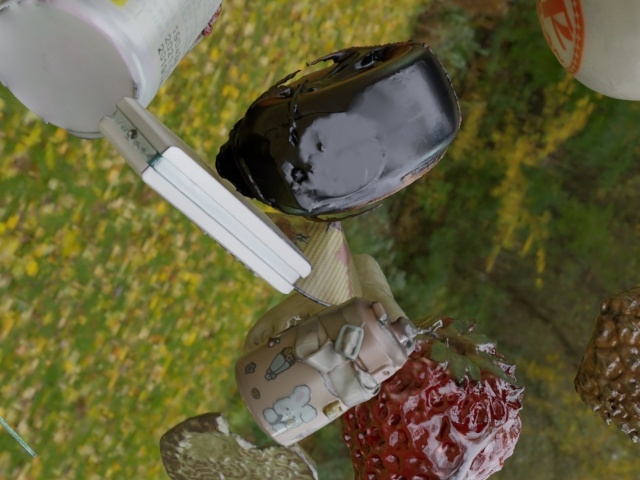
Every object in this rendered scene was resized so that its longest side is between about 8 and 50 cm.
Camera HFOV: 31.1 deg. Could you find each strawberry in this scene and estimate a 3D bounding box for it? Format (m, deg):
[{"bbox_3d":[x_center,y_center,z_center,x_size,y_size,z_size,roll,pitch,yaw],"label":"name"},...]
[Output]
[{"bbox_3d":[0.150,0.302,1.802,0.317,0.295,0.345,-78,-168,-68],"label":"strawberry"}]

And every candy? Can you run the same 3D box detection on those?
[{"bbox_3d":[-0.482,0.256,1.703,0.202,0.061,0.061,57,48,-29],"label":"candy"}]

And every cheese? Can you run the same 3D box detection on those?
[{"bbox_3d":[0.013,0.207,2.136,0.328,0.351,0.130,-32,124,4],"label":"cheese"}]

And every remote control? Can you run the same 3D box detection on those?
[{"bbox_3d":[-0.116,-0.039,1.202,0.055,0.103,0.277,-46,140,1],"label":"remote control"}]

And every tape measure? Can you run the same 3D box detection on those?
[{"bbox_3d":[0.023,-0.111,1.109,0.223,0.135,0.202,-30,-163,-18],"label":"tape measure"}]

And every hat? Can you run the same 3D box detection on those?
[{"bbox_3d":[0.000,0.000,1.571,0.082,0.193,0.193,-54,174,23],"label":"hat"}]

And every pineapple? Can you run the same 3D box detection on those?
[{"bbox_3d":[0.506,0.201,1.434,0.202,0.362,0.202,-45,153,-31],"label":"pineapple"}]

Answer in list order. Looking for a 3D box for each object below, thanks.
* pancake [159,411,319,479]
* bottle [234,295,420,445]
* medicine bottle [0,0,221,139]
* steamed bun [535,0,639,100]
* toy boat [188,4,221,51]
[{"bbox_3d":[-0.115,0.320,1.617,0.212,0.235,0.029,-56,-167,43],"label":"pancake"},{"bbox_3d":[0.009,0.102,0.981,0.152,0.099,0.099,-31,176,13],"label":"bottle"},{"bbox_3d":[-0.244,-0.319,1.458,0.214,0.213,0.379,103,9,-47],"label":"medicine bottle"},{"bbox_3d":[0.298,-0.250,1.185,0.145,0.232,0.232,-20,164,-1],"label":"steamed bun"},{"bbox_3d":[-0.195,-0.327,1.684,0.185,0.089,0.071,-53,-179,-14],"label":"toy boat"}]
